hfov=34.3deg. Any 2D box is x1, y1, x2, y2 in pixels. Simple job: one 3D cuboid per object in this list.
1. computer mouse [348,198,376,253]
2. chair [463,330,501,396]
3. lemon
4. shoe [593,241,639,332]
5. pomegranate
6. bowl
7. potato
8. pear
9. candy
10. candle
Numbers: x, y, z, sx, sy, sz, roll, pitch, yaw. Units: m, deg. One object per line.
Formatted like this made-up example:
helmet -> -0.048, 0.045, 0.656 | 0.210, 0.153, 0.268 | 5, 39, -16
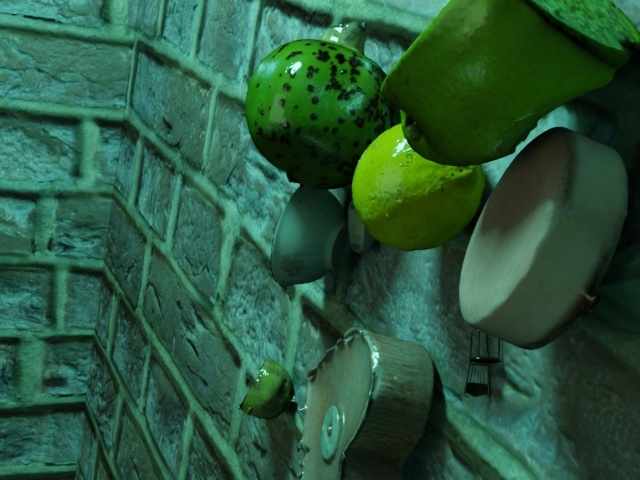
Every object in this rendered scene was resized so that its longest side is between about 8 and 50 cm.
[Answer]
computer mouse -> 0.073, -0.028, 1.656 | 0.066, 0.039, 0.096 | -165, 72, -65
chair -> 0.210, 0.159, 1.334 | 0.042, 0.037, 0.086 | 156, 120, -75
lemon -> 0.132, -0.074, 1.376 | 0.206, 0.173, 0.173 | -22, 66, 50
shoe -> 0.340, 0.037, 1.052 | 0.078, 0.079, 0.195 | -48, 3, -17
pomegranate -> 0.006, -0.213, 1.608 | 0.254, 0.254, 0.270 | 19, 92, 65
bowl -> 0.000, 0.000, 1.715 | 0.086, 0.189, 0.189 | 18, 107, 24
potato -> -0.083, 0.278, 1.928 | 0.100, 0.089, 0.172 | -62, -4, 5
pear -> 0.193, -0.177, 1.123 | 0.159, 0.292, 0.292 | 52, 146, 4
candy -> 0.240, 0.000, 1.126 | 0.255, 0.094, 0.255 | -156, 90, -83
candle -> 0.057, 0.283, 1.551 | 0.287, 0.131, 0.317 | -143, 69, -69
